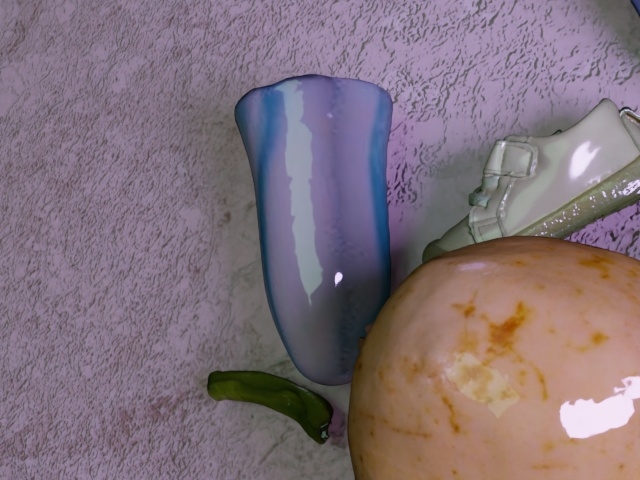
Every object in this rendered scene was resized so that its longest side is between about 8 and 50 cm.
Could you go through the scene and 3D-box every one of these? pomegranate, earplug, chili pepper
[{"bbox_3d":[0.168,0.147,0.806,0.342,0.342,0.343,-11,69,33],"label":"pomegranate"},{"bbox_3d":[0.000,0.000,1.062,0.185,0.185,0.324,-12,74,33],"label":"earplug"},{"bbox_3d":[-0.052,0.186,1.113,0.201,0.050,0.052,12,99,40],"label":"chili pepper"}]

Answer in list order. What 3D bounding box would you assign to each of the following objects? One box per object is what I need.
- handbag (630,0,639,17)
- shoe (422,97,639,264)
[{"bbox_3d":[0.370,-0.270,0.883,0.179,0.062,0.229,-29,91,25],"label":"handbag"},{"bbox_3d":[0.218,-0.043,0.943,0.262,0.140,0.128,-26,72,21],"label":"shoe"}]
